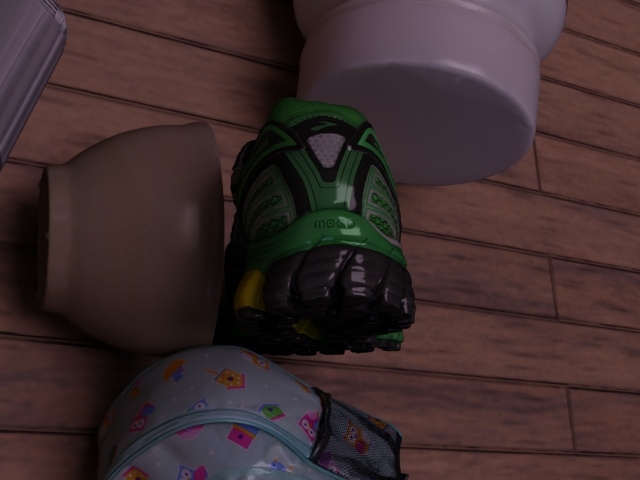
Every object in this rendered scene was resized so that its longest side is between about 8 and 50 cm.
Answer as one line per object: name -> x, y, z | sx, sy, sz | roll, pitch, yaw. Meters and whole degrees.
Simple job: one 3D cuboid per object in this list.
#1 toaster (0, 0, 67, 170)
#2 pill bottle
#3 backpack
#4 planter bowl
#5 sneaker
toaster -> -0.256, -0.121, 0.921 | 0.227, 0.129, 0.146 | 42, 48, -23
pill bottle -> 0.096, -0.258, 1.235 | 0.224, 0.224, 0.392 | 27, 58, -34
backpack -> -0.054, 0.165, 0.971 | 0.188, 0.166, 0.144 | 39, 29, -21
planter bowl -> -0.132, -0.001, 0.988 | 0.109, 0.162, 0.162 | 2, 72, -16
sneaker -> 0.000, 0.000, 0.986 | 0.134, 0.343, 0.146 | 2, 79, -8
